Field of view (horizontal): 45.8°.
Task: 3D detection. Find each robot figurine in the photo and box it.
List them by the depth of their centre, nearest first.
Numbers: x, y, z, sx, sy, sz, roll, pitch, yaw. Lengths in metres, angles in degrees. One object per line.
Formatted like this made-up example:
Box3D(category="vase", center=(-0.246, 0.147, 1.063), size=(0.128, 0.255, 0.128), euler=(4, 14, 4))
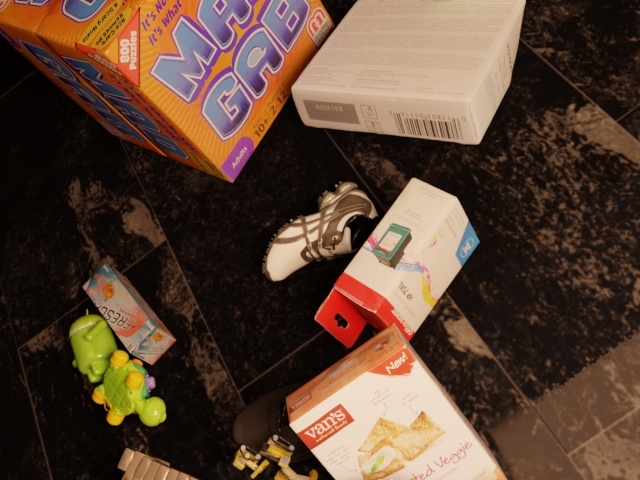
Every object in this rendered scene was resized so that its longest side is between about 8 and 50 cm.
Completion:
Box3D(category="robot figurine", center=(-0.365, 0.170, 1.222), size=(0.101, 0.067, 0.115), euler=(-55, 52, 45))

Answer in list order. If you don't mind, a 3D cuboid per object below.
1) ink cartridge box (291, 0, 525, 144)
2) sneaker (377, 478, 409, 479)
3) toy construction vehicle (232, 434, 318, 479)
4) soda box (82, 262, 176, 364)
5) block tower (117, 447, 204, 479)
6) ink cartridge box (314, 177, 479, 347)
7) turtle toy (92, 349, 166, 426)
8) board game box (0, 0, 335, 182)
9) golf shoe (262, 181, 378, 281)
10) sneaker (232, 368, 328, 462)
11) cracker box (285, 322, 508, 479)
Box3D(category="ink cartridge box", center=(0.175, -0.325, 1.247), size=(0.308, 0.091, 0.385), euler=(11, 52, 31))
Box3D(category="sneaker", center=(0.161, 0.330, 0.820), size=(0.293, 0.146, 0.102), euler=(3, 62, 9))
Box3D(category="toy construction vehicle", center=(-0.061, 0.295, 0.980), size=(0.086, 0.098, 0.035), euler=(-51, 6, 42))
Box3D(category="soda box", center=(-0.313, 0.118, 1.233), size=(0.058, 0.063, 0.183), euler=(-46, 53, -4))
Box3D(category="block tower", center=(-0.128, 0.373, 0.982), size=(0.335, 0.091, 0.097), euler=(13, 69, 32))
Box3D(category="ink cartridge box", center=(0.106, 0.049, 1.018), size=(0.078, 0.134, 0.231), euler=(31, 80, 35))
Box3D(category="turtle toy", center=(-0.285, 0.233, 1.153), size=(0.130, 0.066, 0.095), euler=(41, 109, 34))
Box3D(category="board game box", center=(-0.265, -0.378, 1.301), size=(0.356, 0.356, 0.356), euler=(23, 76, 34))
Box3D(category="golf shoe", center=(0.000, 0.000, 1.135), size=(0.198, 0.077, 0.094), euler=(-44, 54, 0))
Box3D(category="sneaker", center=(0.004, 0.213, 0.982), size=(0.286, 0.130, 0.109), euler=(-19, 59, 18))
Box3D(category="cracker box", center=(0.090, 0.232, 0.870), size=(0.156, 0.232, 0.067), euler=(-36, 17, 5))
